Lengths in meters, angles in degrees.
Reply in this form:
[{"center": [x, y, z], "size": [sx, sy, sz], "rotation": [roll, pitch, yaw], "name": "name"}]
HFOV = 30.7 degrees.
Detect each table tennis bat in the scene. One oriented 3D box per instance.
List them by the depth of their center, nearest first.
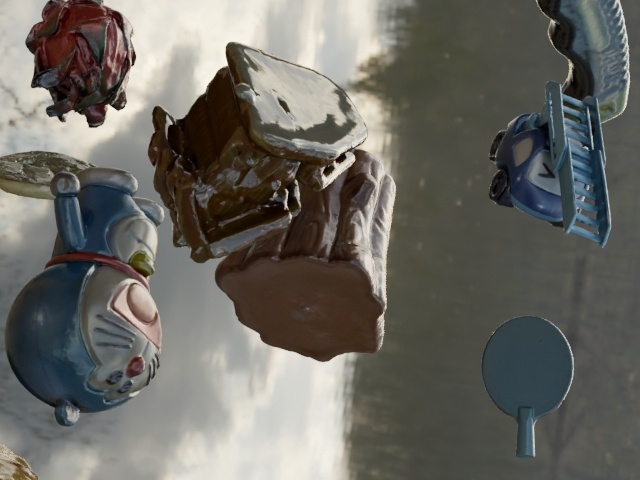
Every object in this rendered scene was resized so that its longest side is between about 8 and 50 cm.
[{"center": [0.225, 0.158, 1.271], "size": [0.019, 0.100, 0.155], "rotation": [42, 49, -68], "name": "table tennis bat"}]

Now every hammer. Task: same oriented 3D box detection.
[{"center": [0.172, -0.174, 0.802], "size": [0.041, 0.158, 0.226], "rotation": [-98, 165, -48], "name": "hammer"}]

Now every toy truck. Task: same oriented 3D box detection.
[{"center": [0.151, -0.036, 0.751], "size": [0.074, 0.063, 0.136], "rotation": [124, -22, -45], "name": "toy truck"}]

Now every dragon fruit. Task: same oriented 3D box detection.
[{"center": [-0.269, -0.206, 1.310], "size": [0.121, 0.130, 0.142], "rotation": [138, -66, -71], "name": "dragon fruit"}]

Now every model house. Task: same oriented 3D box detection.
[{"center": [-0.082, -0.072, 1.228], "size": [0.229, 0.219, 0.199], "rotation": [-47, -137, 28], "name": "model house"}]

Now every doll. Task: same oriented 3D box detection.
[{"center": [-0.129, 0.034, 0.660], "size": [0.114, 0.085, 0.152], "rotation": [53, 36, -47], "name": "doll"}]

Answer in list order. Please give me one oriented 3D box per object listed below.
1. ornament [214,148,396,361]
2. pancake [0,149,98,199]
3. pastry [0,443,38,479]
[{"center": [0.000, 0.000, 1.484], "size": [0.221, 0.235, 0.218], "rotation": [-51, -159, 47], "name": "ornament"}, {"center": [-0.308, -0.072, 1.360], "size": [0.158, 0.158, 0.028], "rotation": [-43, 148, -69], "name": "pancake"}, {"center": [-0.339, 0.200, 0.909], "size": [0.257, 0.235, 0.121], "rotation": [24, 86, -46], "name": "pastry"}]
